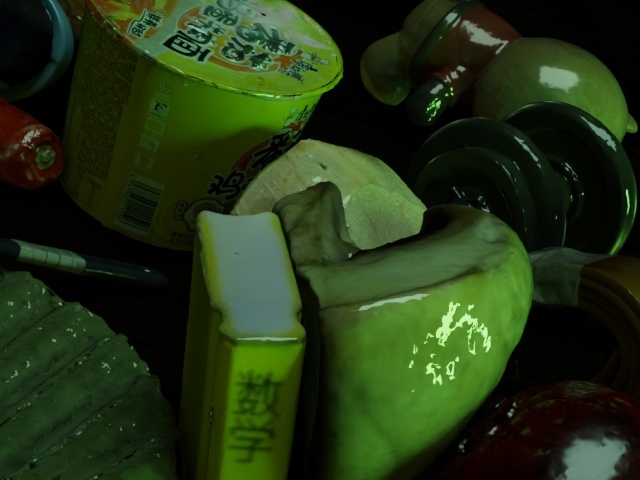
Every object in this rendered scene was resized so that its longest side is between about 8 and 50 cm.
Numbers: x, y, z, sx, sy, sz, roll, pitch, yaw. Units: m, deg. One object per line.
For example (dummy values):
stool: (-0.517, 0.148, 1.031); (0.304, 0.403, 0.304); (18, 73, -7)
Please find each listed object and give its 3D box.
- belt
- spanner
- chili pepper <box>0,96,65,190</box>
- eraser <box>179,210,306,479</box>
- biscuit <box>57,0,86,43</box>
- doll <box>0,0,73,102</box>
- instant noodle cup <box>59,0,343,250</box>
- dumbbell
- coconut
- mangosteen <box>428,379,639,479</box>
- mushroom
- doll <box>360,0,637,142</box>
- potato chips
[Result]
belt: (0.191, 0.100, 1.368); (0.261, 0.184, 0.105); (-13, -1, 44)
spanner: (-0.258, 0.004, 1.386); (0.316, 0.024, 0.087); (14, 7, -44)
chili pepper: (-0.298, -0.095, 1.556); (0.123, 0.070, 0.073); (33, -9, 30)
eraser: (-0.061, 0.106, 1.204); (0.069, 0.226, 0.158); (1, 35, -10)
biscuit: (-0.210, -0.209, 1.773); (0.182, 0.034, 0.215); (28, 15, -41)
doll: (-0.349, -0.210, 1.614); (0.177, 0.141, 0.314); (27, 8, 13)
instant noodle cup: (-0.128, -0.126, 1.583); (0.264, 0.200, 0.264); (16, 29, -9)
dumbbell: (0.203, -0.041, 1.674); (0.192, 0.192, 0.290); (38, 33, 28)
coconut: (0.002, 0.000, 1.481); (0.194, 0.194, 0.194); (16, 29, -9)
mangosteen: (0.194, 0.231, 1.210); (0.257, 0.215, 0.215); (53, 29, -6)
mushroom: (0.055, 0.092, 1.263); (0.212, 0.217, 0.292); (-12, 20, -16)
doll: (0.219, -0.195, 1.969); (0.330, 0.174, 0.235); (32, 24, 22)
potato chips: (-0.266, 0.126, 1.184); (0.358, 0.070, 0.429); (22, 25, 15)
